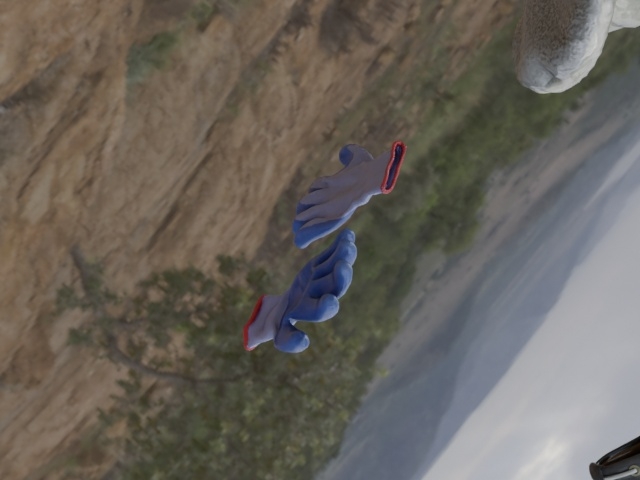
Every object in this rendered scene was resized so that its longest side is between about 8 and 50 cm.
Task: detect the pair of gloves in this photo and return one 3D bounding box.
[{"bbox_3d":[0.000,0.000,0.728,0.159,0.023,0.198,-27,-144,58],"label":"pair of gloves"}]

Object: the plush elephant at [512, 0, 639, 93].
[{"bbox_3d":[0.220,-0.169,0.446,0.255,0.330,0.272,-10,111,-59],"label":"plush elephant"}]

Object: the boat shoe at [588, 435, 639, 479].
[{"bbox_3d":[0.302,0.127,0.704,0.233,0.079,0.084,-37,169,-14],"label":"boat shoe"}]
